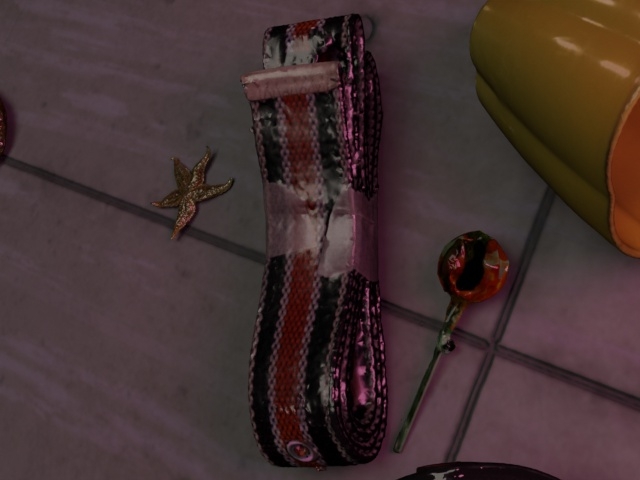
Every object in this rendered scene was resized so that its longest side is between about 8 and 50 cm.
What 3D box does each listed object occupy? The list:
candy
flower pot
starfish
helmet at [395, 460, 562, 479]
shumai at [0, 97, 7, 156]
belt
[{"bbox_3d":[0.093,0.080,0.761,0.055,0.049,0.185,27,99,41],"label":"candy"},{"bbox_3d":[0.205,-0.112,0.667,0.195,0.195,0.179,-52,44,8],"label":"flower pot"},{"bbox_3d":[-0.122,-0.044,0.938,0.092,0.016,0.086,-7,74,27],"label":"starfish"},{"bbox_3d":[0.098,0.238,0.612,0.216,0.193,0.189,-15,65,16],"label":"helmet"},{"bbox_3d":[-0.414,-0.121,1.098,0.139,0.105,0.123,-18,61,-1],"label":"shumai"},{"bbox_3d":[0.000,0.000,0.795,0.094,0.126,0.360,-4,80,21],"label":"belt"}]
